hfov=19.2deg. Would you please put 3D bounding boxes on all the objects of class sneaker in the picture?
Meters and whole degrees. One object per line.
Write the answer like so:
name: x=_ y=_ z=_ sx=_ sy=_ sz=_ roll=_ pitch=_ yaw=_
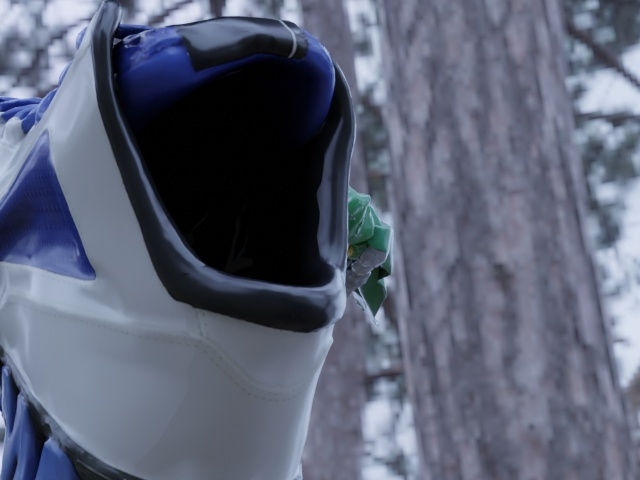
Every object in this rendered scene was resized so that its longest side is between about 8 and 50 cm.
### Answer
sneaker: x=-0.071 y=-0.017 z=0.695 sx=0.127 sy=0.315 sz=0.182 roll=7 pitch=-66 yaw=-36

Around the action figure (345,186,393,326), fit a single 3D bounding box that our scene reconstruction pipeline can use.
action figure: x=0.000 y=0.000 z=1.236 sx=0.137 sy=0.063 sz=0.232 roll=41 pitch=-14 yaw=1
